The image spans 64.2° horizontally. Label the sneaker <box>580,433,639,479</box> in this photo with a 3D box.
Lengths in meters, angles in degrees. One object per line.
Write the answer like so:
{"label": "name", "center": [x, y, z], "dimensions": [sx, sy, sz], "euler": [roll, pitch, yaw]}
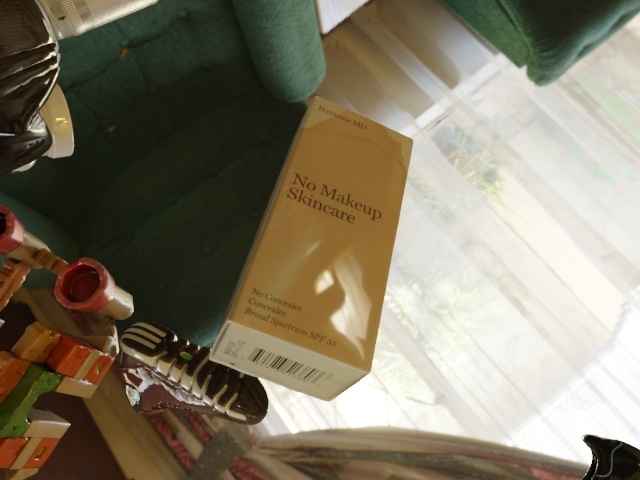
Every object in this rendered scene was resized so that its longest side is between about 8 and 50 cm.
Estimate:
{"label": "sneaker", "center": [0.284, 0.324, 0.542], "dimensions": [0.232, 0.090, 0.081], "euler": [-62, 155, -10]}

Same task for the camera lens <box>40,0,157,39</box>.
{"label": "camera lens", "center": [-0.461, -0.529, 0.977], "dimensions": [0.274, 0.219, 0.219], "euler": [-31, 162, -15]}

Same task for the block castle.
{"label": "block castle", "center": [-0.553, 0.193, 0.822], "dimensions": [0.454, 0.302, 0.213], "euler": [-59, 165, -17]}

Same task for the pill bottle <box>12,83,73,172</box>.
{"label": "pill bottle", "center": [-0.752, -0.241, 1.106], "dimensions": [0.362, 0.210, 0.210], "euler": [-17, 154, -35]}

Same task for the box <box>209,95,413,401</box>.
{"label": "box", "center": [0.000, 0.000, 0.580], "dimensions": [0.121, 0.147, 0.311], "euler": [123, -15, -55]}

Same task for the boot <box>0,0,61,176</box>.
{"label": "boot", "center": [-0.368, -0.224, 0.454], "dimensions": [0.138, 0.284, 0.377], "euler": [-34, -174, -24]}

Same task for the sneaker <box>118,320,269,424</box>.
{"label": "sneaker", "center": [-0.234, 0.268, 0.902], "dimensions": [0.163, 0.281, 0.106], "euler": [-63, 174, 28]}
